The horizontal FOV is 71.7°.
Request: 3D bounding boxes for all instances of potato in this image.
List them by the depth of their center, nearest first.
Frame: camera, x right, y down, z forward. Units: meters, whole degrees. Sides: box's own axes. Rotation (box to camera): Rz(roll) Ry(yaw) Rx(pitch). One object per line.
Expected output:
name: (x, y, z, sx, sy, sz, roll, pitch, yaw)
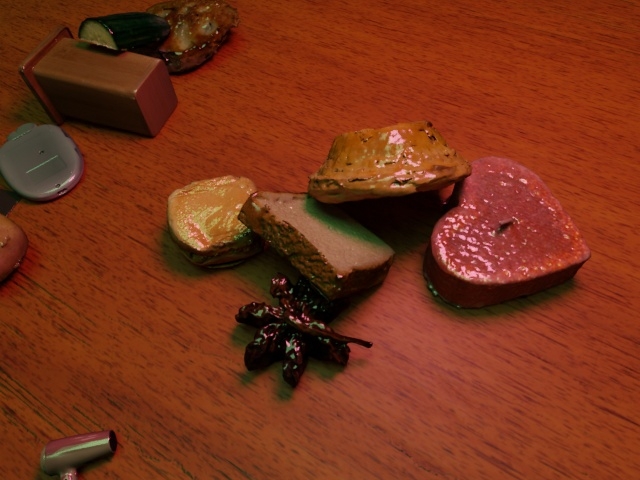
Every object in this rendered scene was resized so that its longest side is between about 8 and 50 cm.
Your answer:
potato: (-0.694, -0.002, 0.931, 0.202, 0.182, 0.117, 18, 28, 24)

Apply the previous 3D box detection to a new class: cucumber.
cucumber: (-0.489, -0.555, 1.148, 0.115, 0.063, 0.244, 25, 38, 12)

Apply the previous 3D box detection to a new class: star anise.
star anise: (-0.045, 0.145, 0.789, 0.220, 0.126, 0.190, -24, 55, -8)

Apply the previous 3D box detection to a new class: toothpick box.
toothpick box: (-0.555, -0.399, 1.149, 0.307, 0.188, 0.190, 15, 58, 9)

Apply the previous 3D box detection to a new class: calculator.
calculator: (-0.708, -0.208, 1.112, 0.185, 0.041, 0.299, -36, 63, -18)

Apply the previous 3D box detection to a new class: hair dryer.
hair dryer: (-0.384, 0.392, 0.707, 0.106, 0.054, 0.154, -9, 67, -6)

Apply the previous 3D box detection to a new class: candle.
candle: (0.360, -0.007, 0.853, 0.287, 0.131, 0.317, 26, 64, 17)

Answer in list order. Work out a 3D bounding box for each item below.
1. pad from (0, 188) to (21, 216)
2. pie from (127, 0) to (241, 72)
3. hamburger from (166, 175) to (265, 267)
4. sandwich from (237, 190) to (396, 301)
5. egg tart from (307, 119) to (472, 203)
pad: (-0.813, -0.040, 1.036, 0.142, 0.003, 0.212, 12, 59, 12)
pie: (-0.411, -0.627, 1.325, 0.354, 0.103, 0.289, 15, 60, 18)
hamburger: (-0.216, -0.045, 0.930, 0.213, 0.108, 0.214, -2, 58, 4)
sandwich: (0.000, 0.001, 0.846, 0.251, 0.087, 0.226, 40, 31, 25)
egg tart: (0.126, -0.163, 0.885, 0.340, 0.129, 0.341, -10, 12, 2)
